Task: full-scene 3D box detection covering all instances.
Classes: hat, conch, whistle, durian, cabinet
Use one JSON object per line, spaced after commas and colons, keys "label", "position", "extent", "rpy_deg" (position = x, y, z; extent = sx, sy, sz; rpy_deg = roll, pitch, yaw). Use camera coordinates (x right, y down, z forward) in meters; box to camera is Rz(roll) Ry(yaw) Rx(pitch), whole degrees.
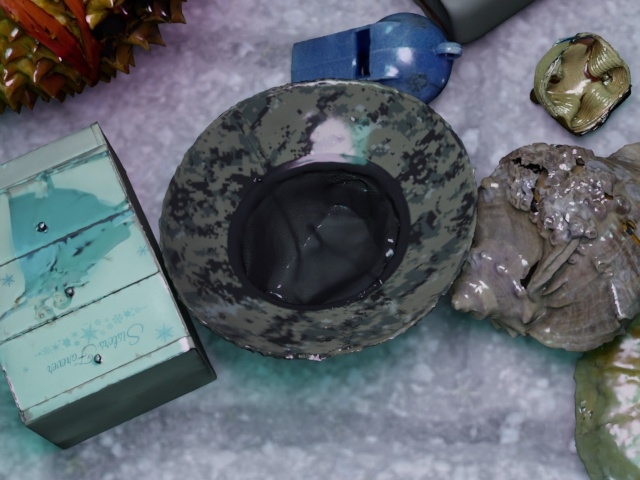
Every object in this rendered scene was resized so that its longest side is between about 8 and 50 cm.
{"label": "hat", "position": [0.219, -0.137, 1.417], "extent": [0.077, 0.059, 0.076], "rpy_deg": [-45, 112, 3]}
{"label": "conch", "position": [0.213, -0.005, 1.342], "extent": [0.245, 0.163, 0.178], "rpy_deg": [-31, 68, -21]}
{"label": "whistle", "position": [0.057, -0.151, 1.429], "extent": [0.158, 0.090, 0.090], "rpy_deg": [-8, 72, 43]}
{"label": "durian", "position": [-0.225, -0.284, 1.349], "extent": [0.347, 0.347, 0.384], "rpy_deg": [21, 88, 8]}
{"label": "cabinet", "position": [-0.198, 0.038, 1.354], "extent": [0.145, 0.150, 0.206], "rpy_deg": [-24, 75, -2]}
{"label": "hat", "position": [0.000, 0.000, 1.360], "extent": [0.265, 0.128, 0.266], "rpy_deg": [0, 66, 1]}

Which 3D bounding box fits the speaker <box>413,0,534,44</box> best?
{"label": "speaker", "position": [0.072, -0.371, 1.425], "extent": [0.184, 0.183, 0.406], "rpy_deg": [-38, 77, 0]}

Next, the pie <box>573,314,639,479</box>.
{"label": "pie", "position": [0.350, 0.131, 1.336], "extent": [0.306, 0.071, 0.306], "rpy_deg": [-1, 73, 2]}
